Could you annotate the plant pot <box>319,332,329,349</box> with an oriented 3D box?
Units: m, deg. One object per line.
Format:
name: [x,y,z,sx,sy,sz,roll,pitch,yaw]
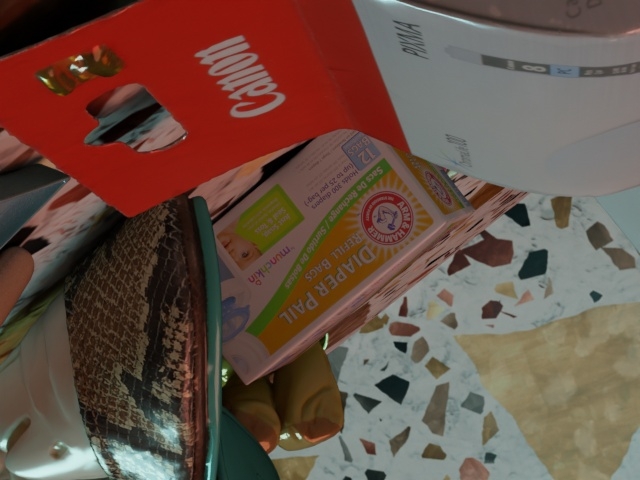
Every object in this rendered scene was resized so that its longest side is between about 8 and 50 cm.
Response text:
plant pot: [-0.014,0.083,2.077,0.083,0.083,0.079,-42,-176,38]

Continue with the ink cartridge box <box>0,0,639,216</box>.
ink cartridge box: [0.068,-0.066,0.794,0.385,0.091,0.308,-20,169,4]

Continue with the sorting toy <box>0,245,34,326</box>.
sorting toy: [-0.243,0.113,0.974,0.208,0.038,0.193,-47,-167,41]

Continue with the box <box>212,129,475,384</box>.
box: [0.000,0.000,1.352,0.203,0.114,0.103,-40,173,17]

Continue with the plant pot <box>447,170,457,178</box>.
plant pot: [0.062,-0.038,1.780,0.236,0.032,0.236,-36,174,-4]

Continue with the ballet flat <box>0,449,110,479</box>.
ballet flat: [-0.256,0.216,1.433,0.409,0.147,0.147,-40,173,16]

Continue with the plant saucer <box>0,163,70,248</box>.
plant saucer: [-0.200,0.025,0.884,0.192,0.018,0.067,-42,172,31]

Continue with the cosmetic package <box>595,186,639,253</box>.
cosmetic package: [0.292,-0.081,1.150,0.217,0.385,0.156,-36,175,-33]

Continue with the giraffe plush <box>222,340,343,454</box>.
giraffe plush: [-0.083,0.093,1.519,0.170,0.181,0.210,-29,-142,55]

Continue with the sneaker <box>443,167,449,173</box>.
sneaker: [0.074,-0.064,1.511,0.170,0.063,0.075,-37,170,-48]

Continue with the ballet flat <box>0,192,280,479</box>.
ballet flat: [-0.129,0.138,1.225,0.182,0.164,0.483,-10,149,0]
